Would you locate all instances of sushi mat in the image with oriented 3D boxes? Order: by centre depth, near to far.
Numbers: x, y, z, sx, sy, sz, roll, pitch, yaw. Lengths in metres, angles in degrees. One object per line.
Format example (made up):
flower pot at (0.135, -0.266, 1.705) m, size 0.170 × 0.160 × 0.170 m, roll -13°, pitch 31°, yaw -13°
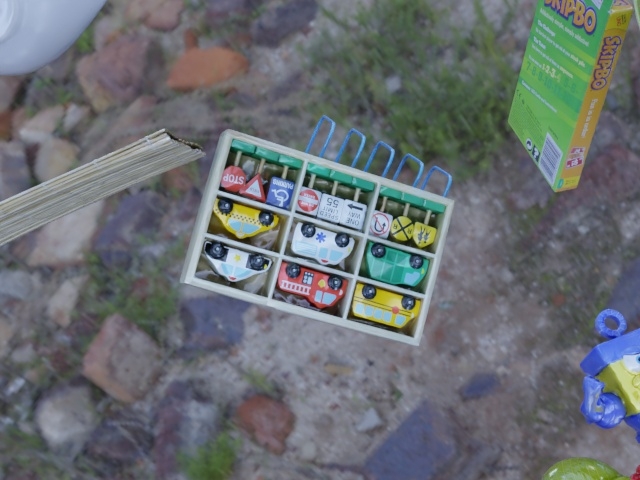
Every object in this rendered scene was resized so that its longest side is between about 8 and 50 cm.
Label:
sushi mat at (-0.296, -0.054, 1.363) m, size 0.316 × 0.151 × 0.019 m, roll -23°, pitch 84°, yaw 10°

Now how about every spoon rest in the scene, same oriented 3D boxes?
spoon rest at (-0.186, -0.209, 0.846) m, size 0.276 × 0.137 × 0.084 m, roll -16°, pitch 21°, yaw 24°

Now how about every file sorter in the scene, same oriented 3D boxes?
file sorter at (0.060, -0.070, 1.415) m, size 0.104 × 0.170 × 0.118 m, roll -65°, pitch 12°, yaw 8°

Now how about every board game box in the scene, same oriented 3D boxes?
board game box at (0.257, -0.186, 1.203) m, size 0.039 × 0.259 × 0.124 m, roll -12°, pitch 49°, yaw -14°

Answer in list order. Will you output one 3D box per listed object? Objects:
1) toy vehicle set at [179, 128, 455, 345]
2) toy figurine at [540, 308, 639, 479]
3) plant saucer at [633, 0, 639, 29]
toy vehicle set at (0.000, 0.000, 1.228) m, size 0.035 × 0.267 × 0.166 m, roll 171°, pitch 114°, yaw -72°
toy figurine at (0.367, 0.199, 1.424) m, size 0.362 × 0.191 × 0.217 m, roll -19°, pitch 75°, yaw -16°
plant saucer at (0.369, -0.212, 0.910) m, size 0.241 × 0.037 × 0.241 m, roll 3°, pitch 95°, yaw 31°
